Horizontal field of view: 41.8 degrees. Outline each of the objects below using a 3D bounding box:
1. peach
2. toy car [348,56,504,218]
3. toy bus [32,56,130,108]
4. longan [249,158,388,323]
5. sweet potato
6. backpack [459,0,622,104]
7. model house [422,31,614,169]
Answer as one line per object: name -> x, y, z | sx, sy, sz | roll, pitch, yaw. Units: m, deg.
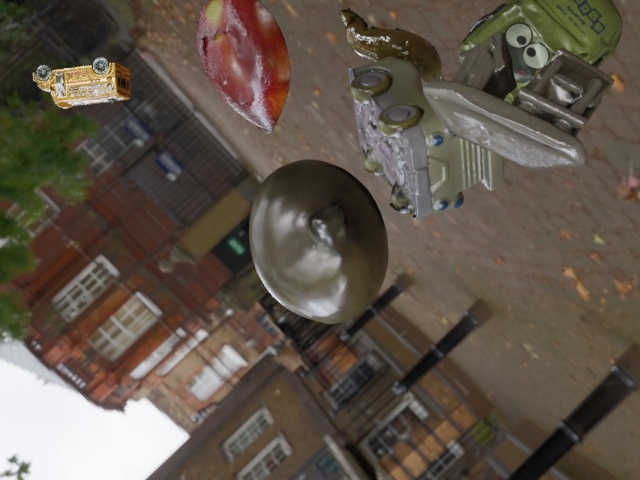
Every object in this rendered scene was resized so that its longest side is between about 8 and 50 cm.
peach -> -0.146, -0.306, 1.488 | 0.189, 0.068, 0.279 | 1, 121, 36
toy car -> 0.207, -0.227, 1.733 | 0.336, 0.227, 0.242 | -118, 12, -51
toy bus -> -0.422, -0.276, 1.480 | 0.069, 0.162, 0.074 | -3, -91, -79
longan -> 0.000, 0.000, 1.477 | 0.300, 0.243, 0.300 | 50, 161, 24
sweet potato -> 0.175, -0.423, 1.865 | 0.310, 0.097, 0.124 | 23, 180, -23
backpack -> 0.375, -0.327, 1.412 | 0.207, 0.253, 0.140 | 52, -174, 12
model house -> 0.272, -0.189, 1.098 | 0.229, 0.188, 0.122 | 30, 154, 22
